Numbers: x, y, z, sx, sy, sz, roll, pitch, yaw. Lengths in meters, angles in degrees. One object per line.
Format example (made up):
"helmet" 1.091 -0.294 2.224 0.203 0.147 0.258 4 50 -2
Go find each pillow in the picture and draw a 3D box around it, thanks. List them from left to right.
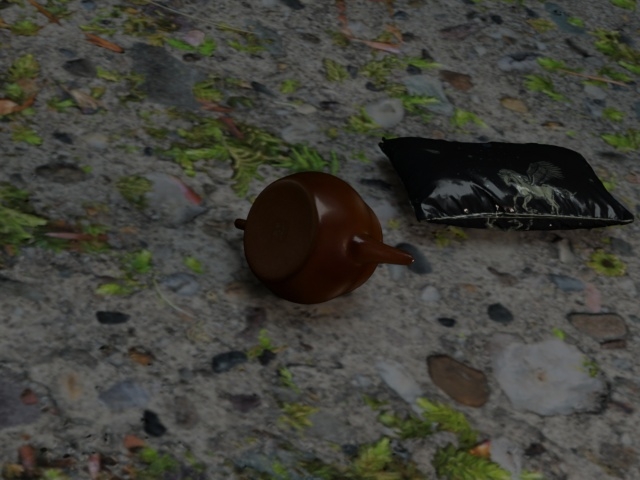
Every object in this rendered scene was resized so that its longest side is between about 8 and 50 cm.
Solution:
"pillow" 0.168 -0.052 1.735 0.208 0.055 0.141 1 30 -18

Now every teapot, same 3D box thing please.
"teapot" 0.000 0.000 1.576 0.116 0.116 0.173 -23 23 -40
